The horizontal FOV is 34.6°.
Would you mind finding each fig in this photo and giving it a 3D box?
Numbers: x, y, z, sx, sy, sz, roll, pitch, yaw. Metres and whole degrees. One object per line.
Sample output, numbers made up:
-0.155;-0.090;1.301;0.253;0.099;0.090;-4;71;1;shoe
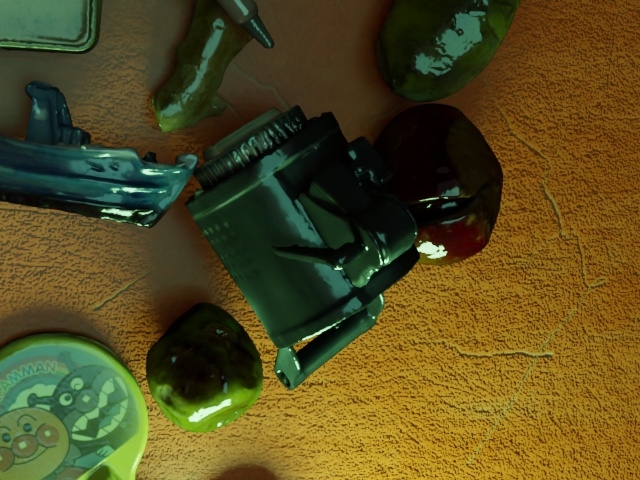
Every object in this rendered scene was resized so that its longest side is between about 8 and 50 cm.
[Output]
-0.141;0.168;1.259;0.144;0.154;0.165;-33;137;-31;fig

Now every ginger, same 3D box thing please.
-0.130;-0.266;1.225;0.118;0.065;0.298;21;95;-16;ginger

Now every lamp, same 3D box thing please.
-0.028;-0.018;1.216;0.205;0.374;0.272;-34;78;-24;lamp

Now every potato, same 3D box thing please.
0.162;-0.281;1.292;0.149;0.113;0.251;36;83;3;potato

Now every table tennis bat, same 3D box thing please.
-0.288;0.279;1.276;0.224;0.054;0.368;-38;106;-8;table tennis bat

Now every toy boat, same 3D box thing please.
-0.290;-0.101;1.147;0.309;0.129;0.142;9;89;-1;toy boat

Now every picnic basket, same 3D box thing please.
-0.365;-0.288;1.096;0.267;0.139;0.165;0;100;-20;picnic basket

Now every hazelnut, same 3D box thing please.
0.143;-0.072;1.313;0.178;0.178;0.204;-18;100;-16;hazelnut

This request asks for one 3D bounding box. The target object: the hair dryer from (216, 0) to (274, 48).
-0.112;-0.318;1.132;0.220;0.053;0.195;41;119;-4;hair dryer
